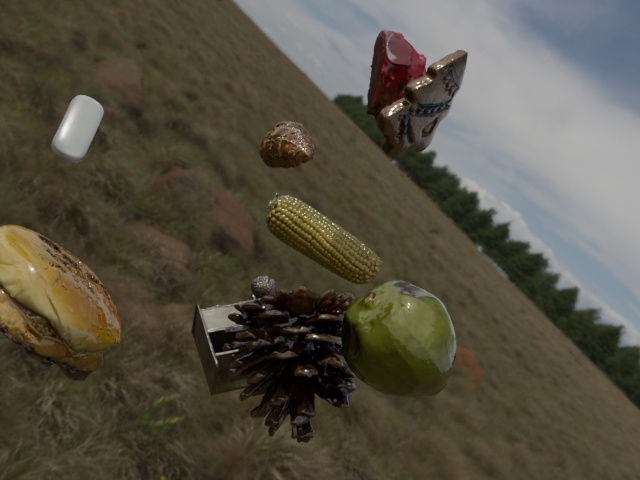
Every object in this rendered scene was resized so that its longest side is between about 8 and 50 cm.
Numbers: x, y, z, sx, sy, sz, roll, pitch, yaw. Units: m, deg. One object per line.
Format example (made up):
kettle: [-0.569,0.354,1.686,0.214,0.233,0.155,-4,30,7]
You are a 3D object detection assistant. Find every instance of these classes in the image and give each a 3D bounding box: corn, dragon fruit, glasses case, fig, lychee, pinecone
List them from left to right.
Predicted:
glasses case: [-0.651,-0.302,1.796,0.092,0.059,0.233,26,46,-25]
lychee: [-0.153,0.134,1.837,0.083,0.068,0.067,25,10,-15]
pinecone: [-0.057,0.299,1.611,0.384,0.384,0.384,42,9,-8]
corn: [0.000,0.000,2.018,0.387,0.144,0.144,36,9,1]
dragon fruit: [0.200,-0.438,1.745,0.163,0.261,0.189,3,-21,17]
fig: [0.173,0.219,1.384,0.271,0.239,0.239,51,7,-15]

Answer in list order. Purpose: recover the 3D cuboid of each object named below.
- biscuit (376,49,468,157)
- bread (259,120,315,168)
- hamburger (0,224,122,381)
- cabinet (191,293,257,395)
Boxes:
biscuit: [0.254,-0.324,1.599,0.043,0.301,0.278,45,22,26]
bread: [-0.071,-0.197,1.364,0.076,0.105,0.233,52,-10,-21]
hamburger: [-0.517,0.117,1.259,0.284,0.174,0.304,46,-3,26]
cabinet: [-0.240,0.280,1.843,0.175,0.148,0.215,-7,49,-24]
